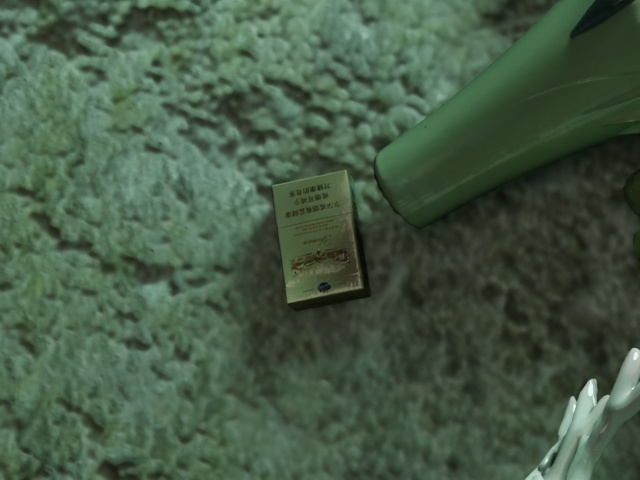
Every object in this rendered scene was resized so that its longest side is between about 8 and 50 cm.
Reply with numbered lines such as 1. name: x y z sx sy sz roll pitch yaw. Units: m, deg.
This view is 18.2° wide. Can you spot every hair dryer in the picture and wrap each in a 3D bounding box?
1. hair dryer: 0.129 -0.144 1.279 0.296 0.119 0.298 -49 54 3

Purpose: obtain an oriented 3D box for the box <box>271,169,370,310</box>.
1. box: 0.000 0.000 1.299 0.053 0.024 0.083 -11 75 12

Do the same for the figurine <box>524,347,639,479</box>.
1. figurine: 0.107 0.236 1.084 0.315 0.206 0.284 -16 32 24

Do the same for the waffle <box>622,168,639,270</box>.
1. waffle: 0.341 0.023 1.187 0.291 0.056 0.309 -25 70 8
